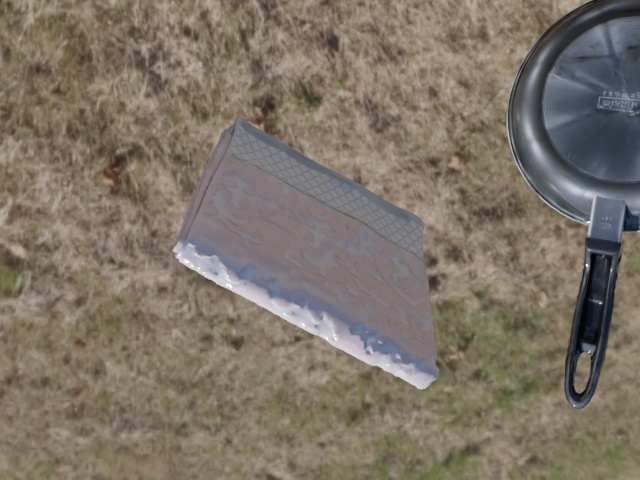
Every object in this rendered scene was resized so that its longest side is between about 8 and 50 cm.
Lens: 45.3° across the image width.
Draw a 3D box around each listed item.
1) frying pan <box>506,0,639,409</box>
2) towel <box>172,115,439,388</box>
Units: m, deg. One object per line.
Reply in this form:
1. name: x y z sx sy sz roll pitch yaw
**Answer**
1. frying pan: 0.211 -0.051 0.613 0.326 0.197 0.053 -59 157 9
2. towel: 0.000 0.000 0.955 0.332 0.317 0.053 29 122 -15
